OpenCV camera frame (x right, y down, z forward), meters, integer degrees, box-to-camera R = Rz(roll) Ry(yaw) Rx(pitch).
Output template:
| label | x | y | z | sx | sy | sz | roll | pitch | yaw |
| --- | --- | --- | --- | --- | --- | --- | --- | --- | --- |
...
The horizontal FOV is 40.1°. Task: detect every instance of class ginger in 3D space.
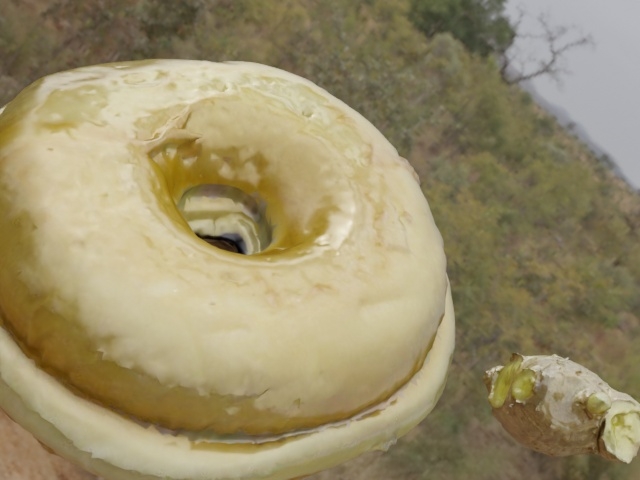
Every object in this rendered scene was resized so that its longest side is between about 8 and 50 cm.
| label | x | y | z | sx | sy | sz | roll | pitch | yaw |
| --- | --- | --- | --- | --- | --- | --- | --- | --- | --- |
| ginger | 0.252 | 0.177 | 0.921 | 0.157 | 0.102 | 0.216 | 27 | -12 | 0 |

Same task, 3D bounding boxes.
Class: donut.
| label | x | y | z | sx | sy | sz | roll | pitch | yaw |
| --- | --- | --- | --- | --- | --- | --- | --- | --- | --- |
| donut | -0.087 | 0.016 | 0.738 | 0.449 | 0.198 | 0.448 | 16 | 44 | -16 |
